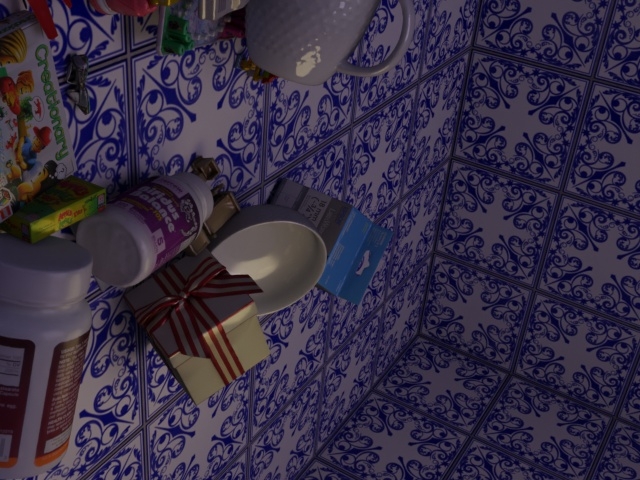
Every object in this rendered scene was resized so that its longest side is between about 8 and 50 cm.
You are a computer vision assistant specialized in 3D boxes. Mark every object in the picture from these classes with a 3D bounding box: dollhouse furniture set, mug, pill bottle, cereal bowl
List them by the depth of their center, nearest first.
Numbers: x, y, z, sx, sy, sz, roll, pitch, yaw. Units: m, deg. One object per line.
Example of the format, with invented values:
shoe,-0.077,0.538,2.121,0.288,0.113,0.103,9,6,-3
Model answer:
pill bottle,-0.531,0.198,1.464,0.224,0.224,0.391,-16,125,-61
pill bottle,-0.348,-0.037,1.708,0.301,0.169,0.169,-46,149,-57
mug,0.022,-0.489,1.740,0.276,0.374,0.327,-35,149,-64
dollhouse furniture set,-0.304,-0.081,1.925,0.182,0.101,0.160,-49,125,-37
cereal bowl,-0.163,0.034,2.107,0.339,0.141,0.338,-13,136,-13

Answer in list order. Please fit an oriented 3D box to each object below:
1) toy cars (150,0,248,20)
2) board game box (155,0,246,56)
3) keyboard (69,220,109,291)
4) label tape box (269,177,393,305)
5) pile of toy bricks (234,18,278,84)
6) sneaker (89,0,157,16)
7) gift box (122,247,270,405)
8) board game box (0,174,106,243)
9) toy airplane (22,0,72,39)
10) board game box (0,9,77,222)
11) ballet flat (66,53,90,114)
toy cars,-0.178,-0.472,1.462,0.394,0.087,0.176,-32,145,-74
board game box,-0.196,-0.574,1.634,0.390,0.050,0.389,-50,154,-65
keyboard,-0.465,0.006,1.710,0.072,0.014,0.256,-48,149,-29
label tape box,0.000,0.000,2.285,0.240,0.334,0.106,-64,164,-11
pile of toy bricks,-0.119,-0.472,1.927,0.118,0.105,0.212,-7,115,-64
sneaker,-0.302,-0.539,1.438,0.116,0.136,0.313,-13,121,-63
gift box,-0.262,0.191,1.890,0.255,0.276,0.258,-38,143,-20
board game box,-0.487,-0.060,1.501,0.181,0.092,0.043,-37,140,-50
toy airplane,-0.443,-0.397,1.325,0.151,0.028,0.151,-19,90,-76
board game box,-0.515,-0.201,1.371,0.193,0.053,0.305,-47,149,-41
ballet flat,-0.440,-0.281,1.495,0.041,0.041,0.114,-36,141,-51
